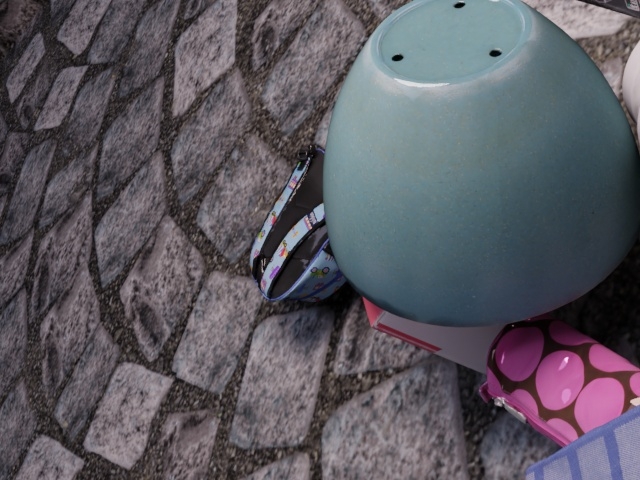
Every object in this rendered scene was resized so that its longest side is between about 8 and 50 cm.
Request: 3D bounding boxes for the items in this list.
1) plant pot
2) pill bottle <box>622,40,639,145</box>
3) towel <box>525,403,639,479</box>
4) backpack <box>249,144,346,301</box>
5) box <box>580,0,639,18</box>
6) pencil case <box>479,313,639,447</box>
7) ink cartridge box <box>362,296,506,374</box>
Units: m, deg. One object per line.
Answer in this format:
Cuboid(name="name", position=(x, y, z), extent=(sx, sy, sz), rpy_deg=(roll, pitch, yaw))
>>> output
Cuboid(name="plant pot", position=(0.128, -0.098, 0.990), extent=(0.290, 0.195, 0.290), rpy_deg=(-9, 43, 9))
Cuboid(name="pill bottle", position=(0.338, -0.078, 0.891), extent=(0.153, 0.153, 0.265), rpy_deg=(-49, 25, 20))
Cuboid(name="towel", position=(0.224, 0.275, 0.822), extent=(0.209, 0.034, 0.285), rpy_deg=(127, 142, -57))
Cuboid(name="backpack", position=(0.000, 0.000, 1.359), extent=(0.173, 0.117, 0.158), rpy_deg=(-55, 33, 12))
Cuboid(name="box", position=(0.390, -0.264, 0.918), extent=(0.293, 0.073, 0.295), rpy_deg=(-35, 32, -12))
Cuboid(name="pencil case", position=(0.225, 0.140, 0.965), extent=(0.098, 0.095, 0.209), rpy_deg=(-34, 29, -13))
Cuboid(name="ink cartridge box", position=(0.111, 0.008, 1.156), extent=(0.092, 0.158, 0.218), rpy_deg=(-49, 34, 25))
